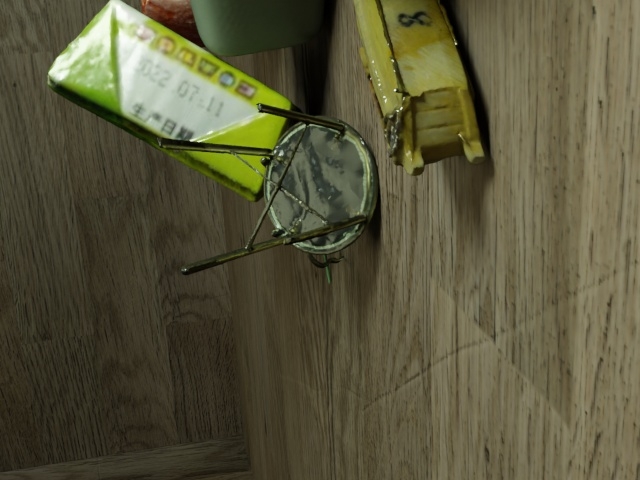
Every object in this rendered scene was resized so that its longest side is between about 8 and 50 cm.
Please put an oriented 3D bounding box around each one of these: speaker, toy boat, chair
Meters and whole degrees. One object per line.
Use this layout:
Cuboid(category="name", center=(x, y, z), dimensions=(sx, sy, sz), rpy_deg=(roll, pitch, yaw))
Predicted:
Cuboid(category="speaker", center=(-0.102, -0.421, 1.030), dimensions=(0.184, 0.183, 0.406), rpy_deg=(89, 169, -54))
Cuboid(category="toy boat", center=(0.061, -0.137, 0.623), dimensions=(0.088, 0.068, 0.226), rpy_deg=(89, 169, -57))
Cuboid(category="chair", center=(-0.013, -0.056, 0.905), dimensions=(0.325, 0.170, 0.160), rpy_deg=(-4, -99, -57))

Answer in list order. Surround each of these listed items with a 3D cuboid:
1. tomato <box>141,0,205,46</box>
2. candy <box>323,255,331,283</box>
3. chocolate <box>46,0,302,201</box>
Cuboid(category="tomato", center=(-0.154, -0.405, 1.346), dimensions=(0.309, 0.170, 0.309), rpy_deg=(-63, -5, -10))
Cuboid(category="candy", center=(0.000, 0.000, 1.157), dimensions=(0.035, 0.035, 0.123), rpy_deg=(18, 124, 66))
Cuboid(category="chocolate", center=(-0.165, -0.182, 1.126), dimensions=(0.137, 0.288, 0.301), rpy_deg=(-59, 2, 7))
